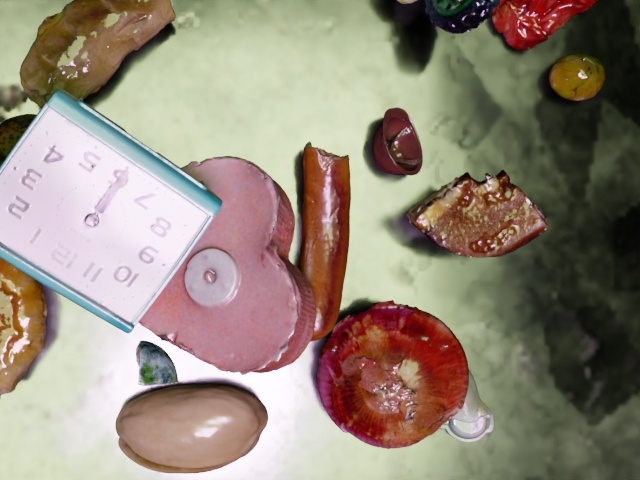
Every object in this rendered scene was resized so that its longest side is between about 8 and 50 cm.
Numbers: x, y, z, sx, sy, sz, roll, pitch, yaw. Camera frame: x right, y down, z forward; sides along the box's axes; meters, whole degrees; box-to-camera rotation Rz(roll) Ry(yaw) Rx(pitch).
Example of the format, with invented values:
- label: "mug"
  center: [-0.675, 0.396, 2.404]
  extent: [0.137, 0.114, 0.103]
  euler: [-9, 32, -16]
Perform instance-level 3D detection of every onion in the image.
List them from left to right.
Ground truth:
- label: "onion"
  center: [0.099, 0.205, 1.305]
  extent: [0.229, 0.163, 0.230]
  euler: [3, 99, 18]

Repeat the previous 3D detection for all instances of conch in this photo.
- label: "conch"
  center: [0.192, 0.218, 1.378]
  extent: [0.088, 0.065, 0.180]
  euler: [-38, 86, -18]

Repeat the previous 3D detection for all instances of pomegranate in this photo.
- label: "pomegranate"
  center: [-0.403, -0.101, 1.256]
  extent: [0.125, 0.138, 0.163]
  euler: [-22, 56, -40]

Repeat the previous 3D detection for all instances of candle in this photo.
- label: "candle"
  center: [-0.154, 0.056, 1.286]
  extent: [0.287, 0.131, 0.317]
  euler: [-20, 73, 10]

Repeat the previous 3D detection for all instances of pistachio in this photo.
- label: "pistachio"
  center: [-0.189, 0.274, 1.300]
  extent: [0.225, 0.136, 0.136]
  euler: [-5, 89, -2]

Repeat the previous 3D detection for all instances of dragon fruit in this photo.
- label: "dragon fruit"
  center: [0.413, -0.442, 1.399]
  extent: [0.240, 0.302, 0.330]
  euler: [22, 102, -39]

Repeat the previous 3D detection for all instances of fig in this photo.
- label: "fig"
  center: [0.420, -0.265, 1.417]
  extent: [0.084, 0.098, 0.082]
  euler: [40, 81, -17]

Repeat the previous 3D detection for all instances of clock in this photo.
- label: "clock"
  center: [-0.300, -0.042, 1.188]
  extent: [0.262, 0.116, 0.231]
  euler: [35, 96, -16]

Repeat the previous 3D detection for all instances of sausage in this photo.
- label: "sausage"
  center: [0.002, 0.001, 1.343]
  extent: [0.076, 0.103, 0.302]
  euler: [3, 87, 23]

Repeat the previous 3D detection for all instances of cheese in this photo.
- label: "cheese"
  center: [0.216, 0.284, 1.404]
  extent: [0.120, 0.026, 0.067]
  euler: [6, 85, -4]

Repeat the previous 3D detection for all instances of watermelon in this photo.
- label: "watermelon"
  center: [-0.259, 0.193, 1.332]
  extent: [0.085, 0.085, 0.061]
  euler: [41, 112, -6]

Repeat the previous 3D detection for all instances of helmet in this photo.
- label: "helmet"
  center: [0.110, -0.147, 1.387]
  extent: [0.089, 0.057, 0.111]
  euler: [-3, 78, -44]

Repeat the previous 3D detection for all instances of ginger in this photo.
- label: "ginger"
  center: [-0.331, -0.298, 1.297]
  extent: [0.263, 0.109, 0.116]
  euler: [-42, 68, -8]

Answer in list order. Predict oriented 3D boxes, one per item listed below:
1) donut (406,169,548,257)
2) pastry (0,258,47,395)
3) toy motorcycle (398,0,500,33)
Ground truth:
- label: "donut"
  center: [0.230, -0.033, 1.368]
  extent: [0.186, 0.126, 0.144]
  euler: [-31, 100, -5]
- label: "pastry"
  center: [-0.508, 0.108, 1.254]
  extent: [0.235, 0.121, 0.257]
  euler: [5, 85, -13]
- label: "toy motorcycle"
  center: [0.220, -0.511, 1.334]
  extent: [0.168, 0.237, 0.410]
  euler: [23, 86, -49]
